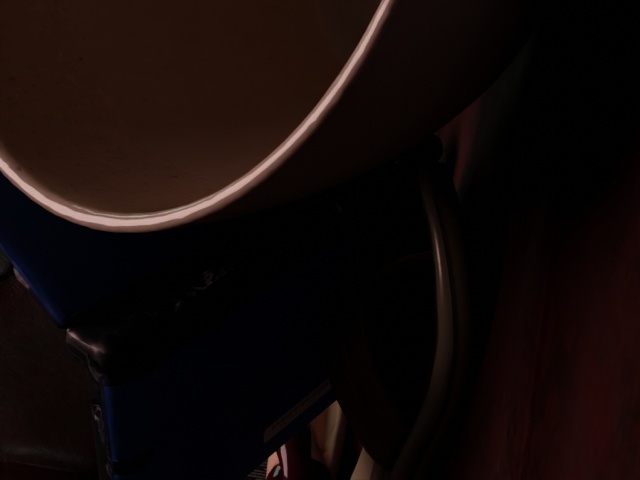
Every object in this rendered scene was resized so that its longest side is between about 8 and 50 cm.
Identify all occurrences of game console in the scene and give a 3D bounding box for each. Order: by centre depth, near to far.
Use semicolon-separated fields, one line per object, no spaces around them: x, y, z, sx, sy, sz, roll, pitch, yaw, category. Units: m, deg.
-0.074;-0.001;0.654;0.293;0.173;0.250;-33;-40;-39;game console

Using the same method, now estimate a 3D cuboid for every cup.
-0.007;-0.168;0.523;0.237;0.331;0.331;0;-76;-49;cup

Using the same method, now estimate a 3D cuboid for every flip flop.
0.037;0.085;0.637;0.112;0.080;0.277;-88;9;-61;flip flop

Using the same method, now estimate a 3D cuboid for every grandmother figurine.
-0.015;0.224;0.917;0.342;0.104;0.208;-97;-5;-66;grandmother figurine

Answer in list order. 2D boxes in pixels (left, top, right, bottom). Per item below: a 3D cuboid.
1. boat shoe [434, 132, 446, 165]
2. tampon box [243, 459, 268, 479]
0.015;0.005;0.857;0.094;0.109;0.302;-22;-23;-47;boat shoe
-0.052;0.239;1.237;0.120;0.101;0.161;114;165;-73;tampon box
